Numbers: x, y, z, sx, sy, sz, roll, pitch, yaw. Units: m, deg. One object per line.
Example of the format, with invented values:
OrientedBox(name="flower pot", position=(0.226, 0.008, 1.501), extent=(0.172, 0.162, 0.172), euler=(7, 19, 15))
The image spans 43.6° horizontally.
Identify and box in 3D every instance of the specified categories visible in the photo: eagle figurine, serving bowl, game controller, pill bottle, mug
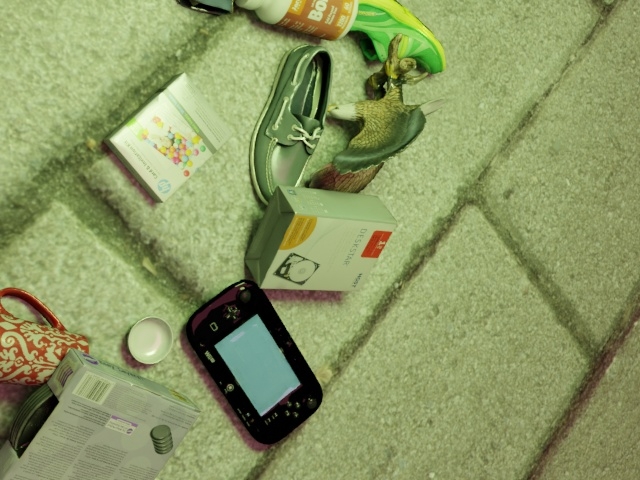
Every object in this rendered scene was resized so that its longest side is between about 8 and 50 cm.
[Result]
OrientedBox(name="eagle figurine", position=(0.103, -0.213, 1.565), extent=(0.226, 0.225, 0.298), euler=(40, 57, -54))
OrientedBox(name="serving bowl", position=(-0.303, 0.173, 1.409), extent=(0.083, 0.027, 0.083), euler=(-3, 95, -34))
OrientedBox(name="game controller", position=(-0.121, 0.232, 1.511), extent=(0.166, 0.067, 0.319), euler=(-40, 112, -26))
OrientedBox(name="pill bottle", position=(-0.047, -0.453, 1.490), extent=(0.216, 0.121, 0.121), euler=(6, 89, -34))
OrientedBox(name="mug", position=(-0.456, 0.160, 1.258), extent=(0.169, 0.113, 0.150), euler=(20, 83, -36))

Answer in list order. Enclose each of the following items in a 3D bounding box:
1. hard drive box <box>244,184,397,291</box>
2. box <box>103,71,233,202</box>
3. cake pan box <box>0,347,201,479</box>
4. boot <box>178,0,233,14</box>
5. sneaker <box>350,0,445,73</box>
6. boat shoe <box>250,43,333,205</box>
OrientedBox(name="hard drive box", position=(0.000, 0.000, 1.516), extent=(0.232, 0.089, 0.181), euler=(3, 127, -34))
OrientedBox(name="box", position=(-0.264, -0.181, 1.410), extent=(0.186, 0.038, 0.145), euler=(-47, 116, -21))
OrientedBox(name="cake pan box", position=(-0.363, 0.325, 1.290), extent=(0.267, 0.070, 0.246), euler=(34, 88, -42))
OrientedBox(name="boot", position=(-0.236, -0.458, 1.387), extent=(0.219, 0.082, 0.106), euler=(-3, 92, -36))
OrientedBox(name="sneaker", position=(0.146, -0.420, 1.648), extent=(0.295, 0.109, 0.123), euler=(25, 115, -41))
OrientedBox(name="boat shoe", position=(-0.048, -0.220, 1.515), extent=(0.116, 0.099, 0.319), euler=(17, 83, -34))
